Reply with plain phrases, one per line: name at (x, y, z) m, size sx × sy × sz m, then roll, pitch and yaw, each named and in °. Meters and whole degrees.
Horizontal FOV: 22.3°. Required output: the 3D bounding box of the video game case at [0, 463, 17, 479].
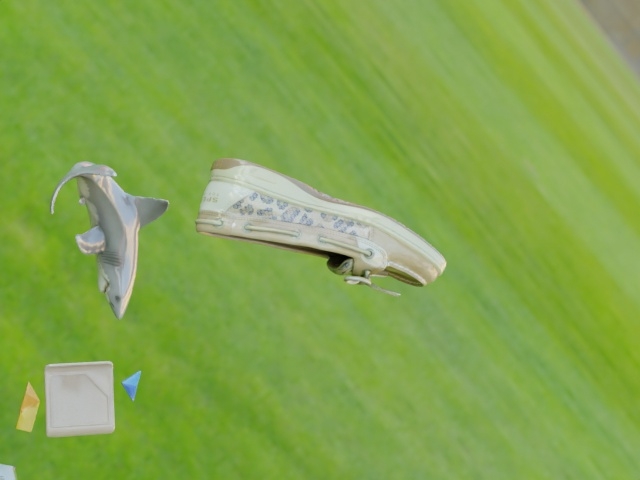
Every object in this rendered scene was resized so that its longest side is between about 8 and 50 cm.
video game case at (-0.389, 0.211, 1.372) m, size 0.274 × 0.035 × 0.248 m, roll 11°, pitch 2°, yaw -14°

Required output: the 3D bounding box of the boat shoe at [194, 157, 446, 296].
boat shoe at (0.000, 0.000, 1.783) m, size 0.285 × 0.089 × 0.104 m, roll 22°, pitch -13°, yaw -11°

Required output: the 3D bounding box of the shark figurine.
shark figurine at (-0.253, -0.046, 2.039) m, size 0.278 × 0.116 × 0.166 m, roll 78°, pitch 8°, yaw -53°

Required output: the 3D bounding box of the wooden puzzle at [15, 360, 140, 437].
wooden puzzle at (-0.236, 0.154, 1.583) m, size 0.116 × 0.079 × 0.014 m, roll 5°, pitch 3°, yaw -18°
